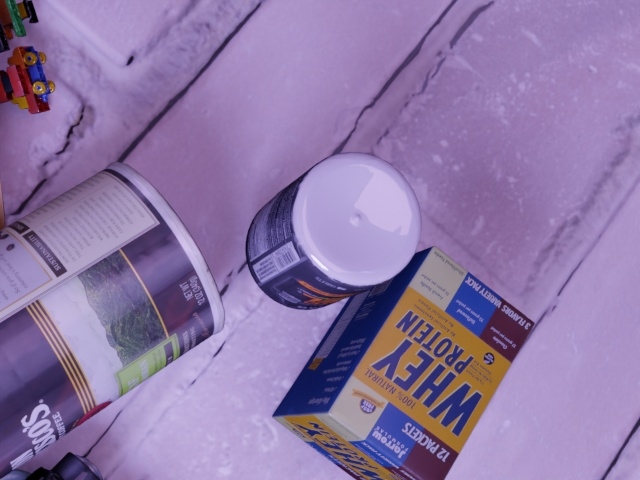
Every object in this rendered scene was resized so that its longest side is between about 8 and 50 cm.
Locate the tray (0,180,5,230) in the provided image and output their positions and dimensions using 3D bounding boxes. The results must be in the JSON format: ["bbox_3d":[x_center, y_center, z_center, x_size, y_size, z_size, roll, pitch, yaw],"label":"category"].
[{"bbox_3d":[-0.411,-0.202,1.101,0.202,0.076,0.411,-6,113,-14],"label":"tray"}]

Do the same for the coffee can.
[{"bbox_3d":[-0.259,0.078,1.148,0.275,0.201,0.201,-34,93,-21],"label":"coffee can"}]

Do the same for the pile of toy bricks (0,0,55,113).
[{"bbox_3d":[-0.358,-0.222,1.231,0.105,0.118,0.212,-16,96,12],"label":"pile of toy bricks"}]

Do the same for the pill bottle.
[{"bbox_3d":[0.000,0.000,1.229,0.130,0.245,0.130,3,79,-17],"label":"pill bottle"}]

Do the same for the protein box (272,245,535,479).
[{"bbox_3d":[0.080,0.137,1.258,0.136,0.200,0.201,37,71,-9],"label":"protein box"}]

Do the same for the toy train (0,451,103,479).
[{"bbox_3d":[-0.301,0.361,1.126,0.334,0.142,0.190,-47,107,-20],"label":"toy train"}]
